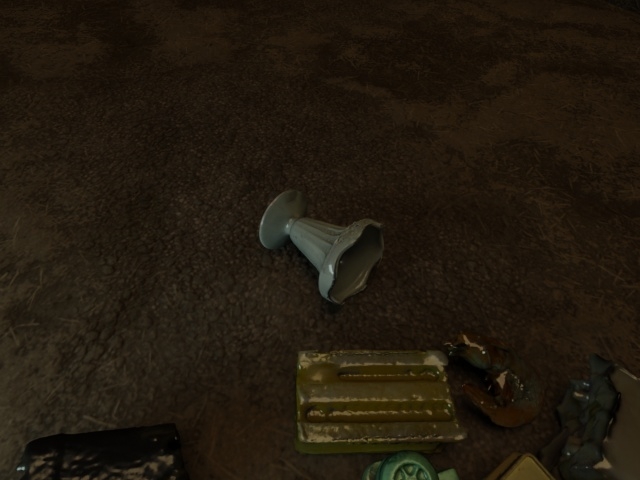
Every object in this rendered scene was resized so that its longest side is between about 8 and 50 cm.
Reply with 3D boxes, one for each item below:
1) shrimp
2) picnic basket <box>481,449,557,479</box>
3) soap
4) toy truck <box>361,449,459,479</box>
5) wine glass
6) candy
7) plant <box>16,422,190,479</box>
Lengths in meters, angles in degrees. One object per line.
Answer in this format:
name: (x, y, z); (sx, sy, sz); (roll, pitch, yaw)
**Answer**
shrimp: (0.267, 0.206, 0.628); (0.187, 0.052, 0.132); (26, 43, -7)
picnic basket: (0.260, 0.360, 0.499); (0.115, 0.079, 0.164); (-25, 60, -24)
soap: (0.077, 0.236, 0.605); (0.233, 0.076, 0.135); (0, 49, -4)
toy truck: (0.041, 0.344, 0.463); (0.278, 0.155, 0.156); (-12, 60, -13)
wine glass: (0.000, 0.000, 0.750); (0.196, 0.165, 0.165); (33, 56, 27)
candy: (0.413, 0.286, 0.538); (0.195, 0.137, 0.185); (30, 55, 19)
plant: (-0.283, 0.314, 0.480); (0.256, 0.142, 0.164); (-21, 55, -24)
